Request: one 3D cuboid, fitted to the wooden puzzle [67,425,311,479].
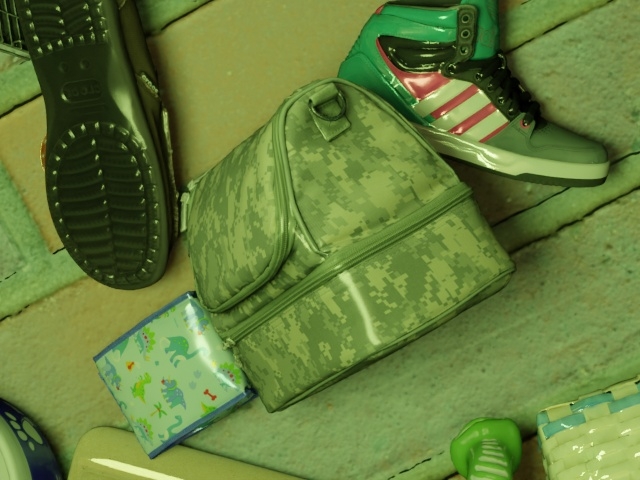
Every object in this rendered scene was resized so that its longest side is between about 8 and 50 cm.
[{"bbox_3d":[-0.140,0.400,1.750,0.322,0.080,0.348,15,93,1],"label":"wooden puzzle"}]

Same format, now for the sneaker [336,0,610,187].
[{"bbox_3d":[0.170,-0.172,1.642,0.295,0.124,0.178,17,107,2],"label":"sneaker"}]

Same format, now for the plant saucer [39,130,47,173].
[{"bbox_3d":[-0.256,-0.091,1.722,0.083,0.013,0.083,0,98,3],"label":"plant saucer"}]

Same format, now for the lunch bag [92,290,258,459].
[{"bbox_3d":[-0.149,0.139,1.693,0.151,0.096,0.129,-33,81,15],"label":"lunch bag"}]

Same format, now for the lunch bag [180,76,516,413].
[{"bbox_3d":[0.000,0.000,1.576,0.212,0.305,0.256,-27,86,-28],"label":"lunch bag"}]

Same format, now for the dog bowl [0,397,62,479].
[{"bbox_3d":[-0.403,0.282,1.686,0.265,0.104,0.265,-3,80,19],"label":"dog bowl"}]

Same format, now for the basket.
[{"bbox_3d":[0.354,0.280,1.628,0.255,0.201,0.289,-18,65,5],"label":"basket"}]

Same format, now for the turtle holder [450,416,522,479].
[{"bbox_3d":[0.121,0.359,1.652,0.243,0.227,0.320,-15,95,6],"label":"turtle holder"}]

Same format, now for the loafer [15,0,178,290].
[{"bbox_3d":[-0.202,-0.129,1.646,0.134,0.130,0.366,2,111,22],"label":"loafer"}]

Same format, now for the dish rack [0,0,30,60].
[{"bbox_3d":[-0.385,-0.280,1.585,0.074,0.271,0.208,-22,69,29],"label":"dish rack"}]
